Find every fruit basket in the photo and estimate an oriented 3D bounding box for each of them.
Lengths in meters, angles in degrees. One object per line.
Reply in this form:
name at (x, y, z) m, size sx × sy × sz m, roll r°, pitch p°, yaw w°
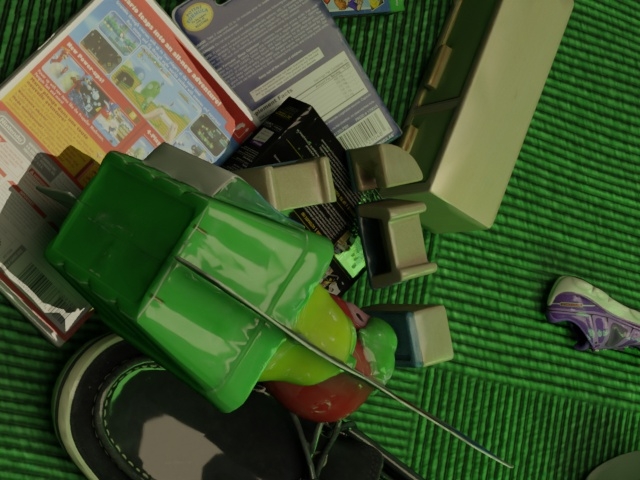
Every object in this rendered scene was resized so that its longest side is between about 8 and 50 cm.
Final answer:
fruit basket at (-0.037, 0.057, 1.248) m, size 0.353 × 0.327 × 0.165 m, roll 27°, pitch 89°, yaw -35°

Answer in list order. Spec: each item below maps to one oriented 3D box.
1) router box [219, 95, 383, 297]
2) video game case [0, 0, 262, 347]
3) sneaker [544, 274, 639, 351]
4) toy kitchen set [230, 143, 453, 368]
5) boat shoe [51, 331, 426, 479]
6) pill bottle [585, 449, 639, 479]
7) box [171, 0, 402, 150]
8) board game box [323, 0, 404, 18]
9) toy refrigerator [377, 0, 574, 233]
router box at (-0.016, -0.027, 1.414) m, size 0.133 × 0.046 × 0.179 m, roll -46°, pitch 124°, yaw -11°
video game case at (-0.208, -0.075, 1.341) m, size 0.285 × 0.025 × 0.204 m, roll -47°, pitch 110°, yaw -16°
sneaker at (0.318, 0.100, 1.657) m, size 0.170 × 0.068 × 0.071 m, roll 28°, pitch 89°, yaw -18°
toy kitchen set at (0.006, 0.025, 1.369) m, size 0.166 × 0.122 × 0.207 m, roll -12°, pitch 93°, yaw -28°
boat shoe at (-0.020, 0.234, 1.384) m, size 0.500 × 0.156 × 0.187 m, roll 36°, pitch 72°, yaw -23°
pill bottle at (0.376, 0.344, 1.635) m, size 0.117 × 0.117 × 0.208 m, roll -27°, pitch 101°, yaw -29°
box at (-0.034, -0.161, 1.440) m, size 0.136 × 0.036 × 0.225 m, roll -34°, pitch 107°, yaw -8°
board game box at (0.008, -0.324, 1.498) m, size 0.136 × 0.035 × 0.201 m, roll -10°, pitch 93°, yaw -30°
toy refrigerator at (0.158, -0.148, 1.541) m, size 0.094 × 0.102 × 0.269 m, roll 29°, pitch 74°, yaw -26°
